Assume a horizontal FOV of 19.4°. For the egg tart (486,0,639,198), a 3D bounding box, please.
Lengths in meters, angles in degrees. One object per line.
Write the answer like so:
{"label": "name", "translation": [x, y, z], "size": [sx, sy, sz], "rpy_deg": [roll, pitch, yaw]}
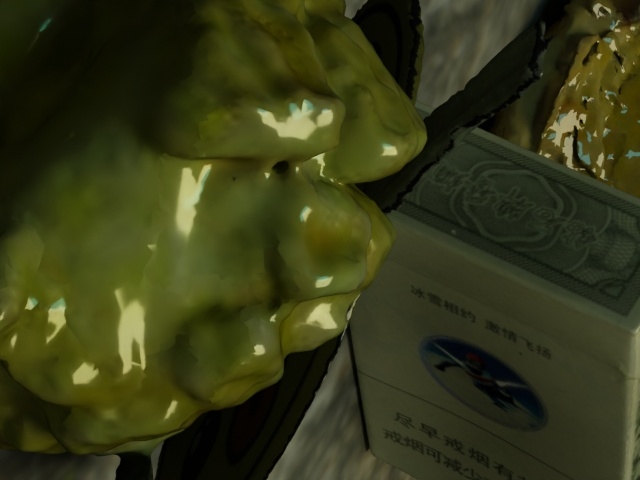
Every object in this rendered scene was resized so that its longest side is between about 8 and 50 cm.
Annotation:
{"label": "egg tart", "translation": [0.180, -0.030, 1.110], "size": [0.295, 0.116, 0.295], "rpy_deg": [-48, 149, -40]}

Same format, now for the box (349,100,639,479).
{"label": "box", "translation": [0.098, 0.056, 0.939], "size": [0.069, 0.164, 0.256], "rpy_deg": [-53, 155, -26]}

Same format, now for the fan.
{"label": "fan", "translation": [-0.001, 0.000, 0.650], "size": [0.335, 0.011, 0.230], "rpy_deg": [-42, -152, 60]}

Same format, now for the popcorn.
{"label": "popcorn", "translation": [-0.056, -0.009, 0.533], "size": [0.173, 0.173, 0.142], "rpy_deg": [-47, 141, -39]}
